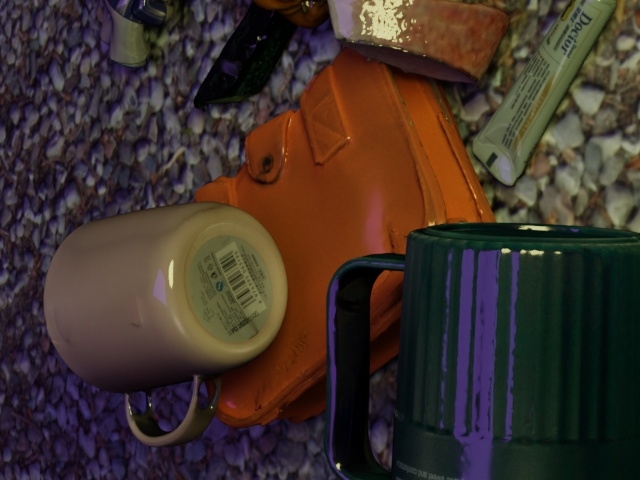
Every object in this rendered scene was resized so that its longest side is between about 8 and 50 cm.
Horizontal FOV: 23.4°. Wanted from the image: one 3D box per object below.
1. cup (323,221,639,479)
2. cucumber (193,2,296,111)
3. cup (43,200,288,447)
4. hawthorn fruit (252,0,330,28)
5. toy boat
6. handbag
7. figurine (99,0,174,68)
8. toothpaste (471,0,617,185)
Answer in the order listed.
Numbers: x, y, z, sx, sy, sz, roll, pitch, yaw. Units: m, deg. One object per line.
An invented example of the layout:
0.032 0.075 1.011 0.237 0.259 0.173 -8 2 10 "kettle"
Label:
0.168 0.132 1.381 0.308 0.242 0.292 -167 78 -64 "cup"
-0.084 -0.221 1.825 0.070 0.046 0.220 50 123 27 "cucumber"
-0.153 0.087 1.612 0.200 0.191 0.253 -11 79 46 "cup"
-0.016 -0.324 1.662 0.189 0.189 0.189 -3 87 48 "hawthorn fruit"
0.109 -0.307 1.526 0.096 0.206 0.282 171 114 -73 "toy boat"
0.000 0.000 1.667 0.410 0.116 0.303 -41 59 39 "handbag"
-0.222 -0.356 1.926 0.274 0.133 0.194 129 139 -50 "figurine"
0.222 -0.166 1.487 0.067 0.037 0.255 49 126 30 "toothpaste"
